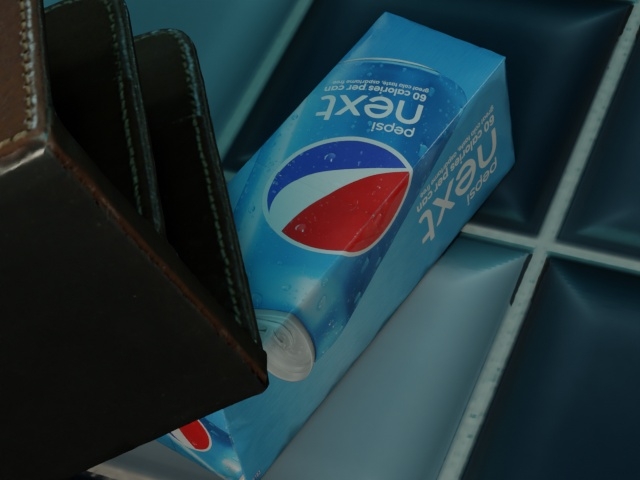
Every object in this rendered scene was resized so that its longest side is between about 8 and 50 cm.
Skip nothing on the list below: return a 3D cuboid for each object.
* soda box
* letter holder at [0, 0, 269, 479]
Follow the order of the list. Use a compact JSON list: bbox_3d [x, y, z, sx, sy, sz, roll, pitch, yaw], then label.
[{"bbox_3d":[0.000,0.000,0.718,0.067,0.071,0.210,24,58,27],"label":"soda box"},{"bbox_3d":[-0.199,-0.001,0.647,0.302,0.152,0.214,-25,47,12],"label":"letter holder"}]
